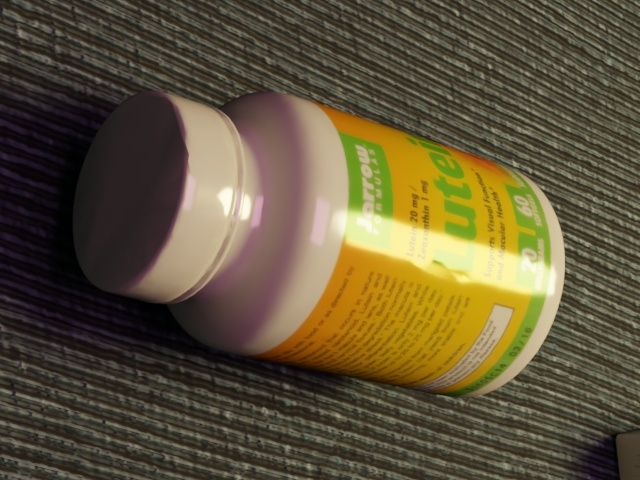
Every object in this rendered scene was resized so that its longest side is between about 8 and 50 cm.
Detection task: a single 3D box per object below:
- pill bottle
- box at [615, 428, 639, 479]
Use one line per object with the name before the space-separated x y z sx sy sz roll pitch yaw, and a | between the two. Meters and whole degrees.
pill bottle | 0.000 0.000 0.845 0.245 0.136 0.136 15 76 -38
box | 0.284 0.207 1.089 0.130 0.091 0.171 -6 88 -40
